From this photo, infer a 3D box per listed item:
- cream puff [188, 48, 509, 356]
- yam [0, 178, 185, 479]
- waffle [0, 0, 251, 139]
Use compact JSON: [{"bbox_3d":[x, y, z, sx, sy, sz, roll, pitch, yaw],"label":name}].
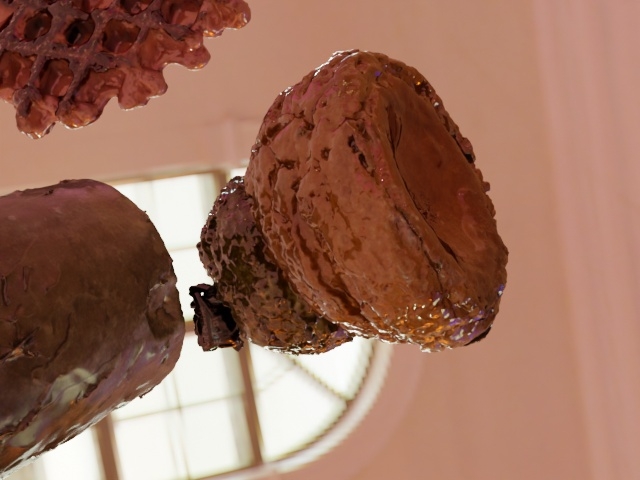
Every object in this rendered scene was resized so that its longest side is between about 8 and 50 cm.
[{"bbox_3d":[0.000,0.000,0.994,0.169,0.183,0.183,-26,-108,24],"label":"cream puff"},{"bbox_3d":[-0.180,0.054,0.868,0.154,0.254,0.154,17,-63,37],"label":"yam"},{"bbox_3d":[-0.167,-0.190,1.283,0.234,0.221,0.055,60,1,31],"label":"waffle"}]
